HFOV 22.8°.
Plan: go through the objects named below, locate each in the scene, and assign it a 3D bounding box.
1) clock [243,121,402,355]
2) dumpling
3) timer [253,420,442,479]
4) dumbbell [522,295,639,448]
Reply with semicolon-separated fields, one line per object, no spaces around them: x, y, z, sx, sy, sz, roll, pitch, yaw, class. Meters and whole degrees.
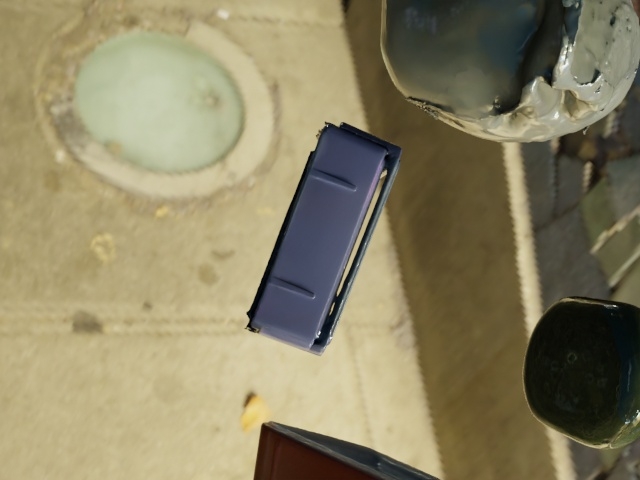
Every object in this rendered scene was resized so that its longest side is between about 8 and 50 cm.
-0.001;0.000;1.387;0.073;0.144;0.193;21;86;-4;clock
0.097;-0.138;0.880;0.142;0.247;0.173;-10;92;-7;dumpling
0.084;0.287;1.619;0.257;0.161;0.250;20;12;32;timer
0.120;0.046;0.526;0.118;0.052;0.046;9;94;-42;dumbbell
